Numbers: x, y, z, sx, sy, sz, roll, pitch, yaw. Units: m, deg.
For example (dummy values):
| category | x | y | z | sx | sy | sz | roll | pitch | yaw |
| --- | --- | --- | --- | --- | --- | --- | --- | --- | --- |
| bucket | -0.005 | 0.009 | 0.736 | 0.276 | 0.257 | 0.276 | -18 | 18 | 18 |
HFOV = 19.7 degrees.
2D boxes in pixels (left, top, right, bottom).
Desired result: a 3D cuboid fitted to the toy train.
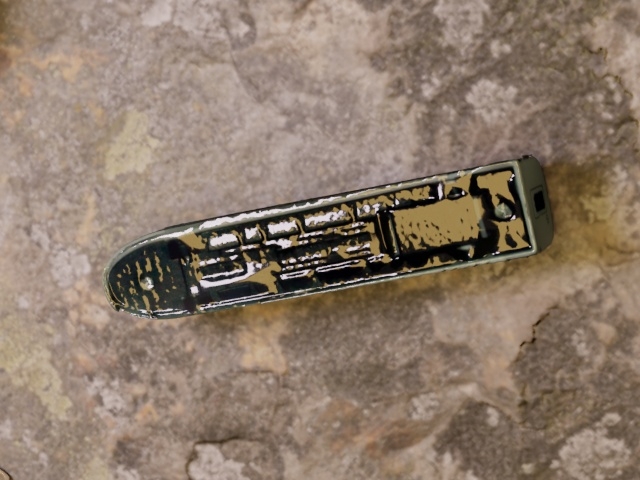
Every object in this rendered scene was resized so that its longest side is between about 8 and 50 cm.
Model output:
| category | x | y | z | sx | sy | sz | roll | pitch | yaw |
| --- | --- | --- | --- | --- | --- | --- | --- | --- | --- |
| toy train | 0.000 | 0.000 | 1.639 | 0.407 | 0.088 | 0.086 | -10 | 97 | 21 |

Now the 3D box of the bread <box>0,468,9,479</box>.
| category | x | y | z | sx | sy | sz | roll | pitch | yaw |
| --- | --- | --- | --- | --- | --- | --- | --- | --- | --- |
| bread | -0.371 | 0.298 | 1.870 | 0.077 | 0.105 | 0.152 | 23 | 140 | 12 |
